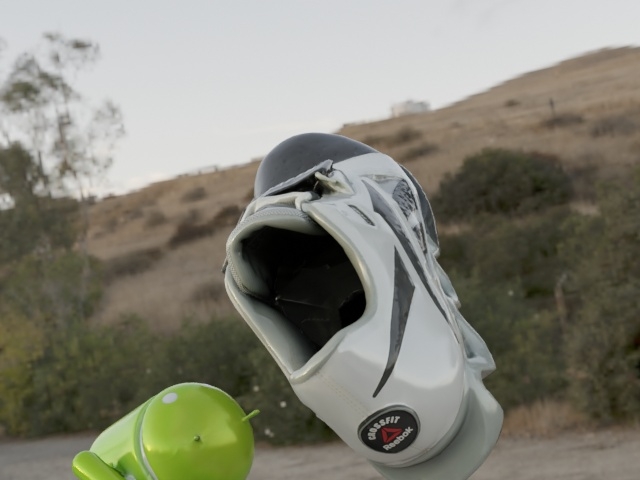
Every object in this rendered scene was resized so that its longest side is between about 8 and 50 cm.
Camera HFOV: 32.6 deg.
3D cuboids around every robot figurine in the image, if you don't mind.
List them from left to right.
[{"bbox_3d":[-0.081,0.118,0.583,0.101,0.067,0.115,-20,-13,-49],"label":"robot figurine"}]

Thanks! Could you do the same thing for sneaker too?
[{"bbox_3d":[0.000,0.000,0.697,0.122,0.330,0.146,-45,-55,12],"label":"sneaker"}]
